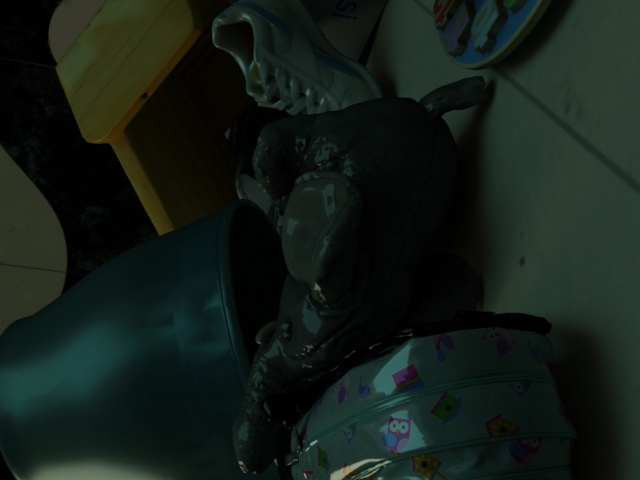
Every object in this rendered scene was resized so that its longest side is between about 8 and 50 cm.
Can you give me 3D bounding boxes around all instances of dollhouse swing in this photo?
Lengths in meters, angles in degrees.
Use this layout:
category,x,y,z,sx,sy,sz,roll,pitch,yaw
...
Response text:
category,x,y,z,sx,sy,sz,roll,pitch,yaw
dollhouse swing,-0.126,-0.187,1.225,0.315,0.305,0.347,-46,-10,18

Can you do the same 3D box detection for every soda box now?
category,x,y,z,sx,sy,sz,roll,pitch,yaw
soda box,0.008,-0.262,0.969,0.286,0.098,0.091,120,154,-54

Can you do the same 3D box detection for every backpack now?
category,x,y,z,sx,sy,sz,roll,pitch,yaw
backpack,0.065,0.108,0.489,0.182,0.151,0.115,129,130,-58

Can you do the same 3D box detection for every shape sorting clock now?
category,x,y,z,sx,sy,sz,roll,pitch,yaw
shape sorting clock,0.125,-0.219,0.599,0.206,0.040,0.206,-172,90,-76

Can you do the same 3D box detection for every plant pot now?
category,x,y,z,sx,sy,sz,roll,pitch,yaw
plant pot,-0.148,0.128,0.813,0.271,0.255,0.272,-17,-90,-80

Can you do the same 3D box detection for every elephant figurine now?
category,x,y,z,sx,sy,sz,roll,pitch,yaw
elephant figurine,0.028,0.024,0.624,0.186,0.169,0.240,91,-178,-50

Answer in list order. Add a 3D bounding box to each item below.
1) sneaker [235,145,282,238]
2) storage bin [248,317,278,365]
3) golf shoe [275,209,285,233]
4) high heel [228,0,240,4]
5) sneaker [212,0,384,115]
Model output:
category,x,y,z,sx,sy,sz,roll,pitch,yaw
sneaker,-0.045,-0.059,1.121,0.132,0.086,0.229,124,144,-46
storage bin,-0.045,0.090,0.997,0.091,0.098,0.135,-59,34,14
golf shoe,0.000,0.000,0.927,0.198,0.077,0.094,149,117,-80
high heel,0.015,-0.385,1.128,0.261,0.186,0.093,-59,-37,-19
sneaker,-0.018,-0.155,0.874,0.229,0.092,0.087,50,148,23
